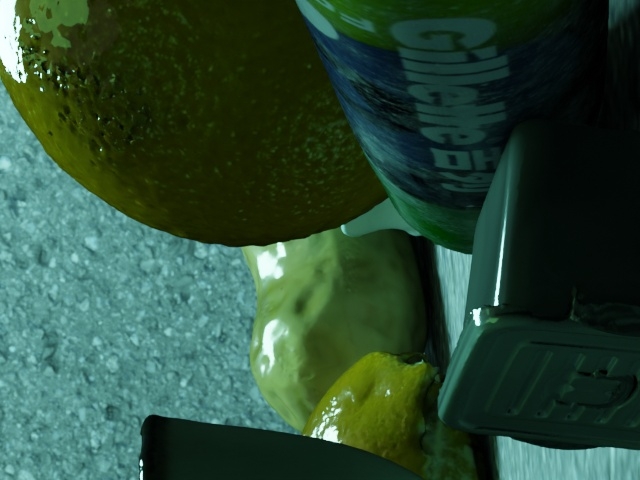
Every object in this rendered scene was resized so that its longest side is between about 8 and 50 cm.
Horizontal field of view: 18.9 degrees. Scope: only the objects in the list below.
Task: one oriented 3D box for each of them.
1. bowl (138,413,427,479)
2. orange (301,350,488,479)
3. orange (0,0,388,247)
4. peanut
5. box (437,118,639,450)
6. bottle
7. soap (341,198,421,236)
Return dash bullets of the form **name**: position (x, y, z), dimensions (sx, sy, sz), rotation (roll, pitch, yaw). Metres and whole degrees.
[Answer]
- **bowl**: position (0.022, 0.244, 0.795), dimensions (0.354, 0.185, 0.354), rotation (178, 90, -86)
- **orange**: position (0.041, 0.137, 1.122), dimensions (0.170, 0.112, 0.160), rotation (75, -174, -46)
- **orange**: position (-0.037, -0.133, 0.952), dimensions (0.274, 0.274, 0.274), rotation (178, 90, -86)
- **peanut**: position (0.000, 0.000, 1.338), dimensions (0.147, 0.147, 0.319), rotation (92, 178, -49)
- **box**: position (0.083, 0.016, 0.587), dimensions (0.122, 0.084, 0.069), rotation (101, 174, -68)
- **bottle**: position (0.045, -0.069, 0.609), dimensions (0.330, 0.093, 0.093), rotation (56, -150, -76)
- **soap**: position (0.039, -0.113, 1.268), dimensions (0.119, 0.066, 0.198), rotation (90, 176, -51)
